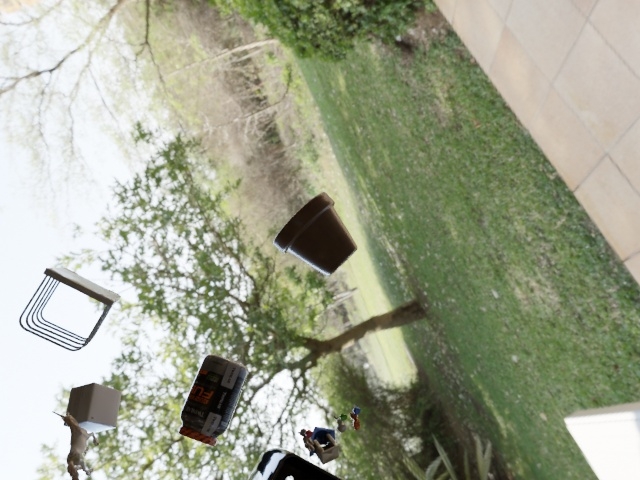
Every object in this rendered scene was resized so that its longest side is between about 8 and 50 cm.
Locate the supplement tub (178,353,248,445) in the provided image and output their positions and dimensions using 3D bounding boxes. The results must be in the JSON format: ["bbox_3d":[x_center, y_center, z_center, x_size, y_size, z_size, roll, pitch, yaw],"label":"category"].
[{"bbox_3d":[-0.255,0.375,1.187,0.117,0.117,0.190,70,-144,-61],"label":"supplement tub"}]

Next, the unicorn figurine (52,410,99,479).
[{"bbox_3d":[-0.573,0.481,1.184,0.162,0.060,0.111,53,163,46],"label":"unicorn figurine"}]

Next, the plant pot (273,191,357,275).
[{"bbox_3d":[0.000,0.000,1.772,0.229,0.263,0.263,46,175,5],"label":"plant pot"}]

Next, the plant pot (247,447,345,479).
[{"bbox_3d":[-0.040,0.406,0.711,0.187,0.188,0.167,33,162,-14],"label":"plant pot"}]

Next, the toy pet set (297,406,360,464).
[{"bbox_3d":[0.012,0.380,1.005,0.065,0.122,0.114,38,137,52],"label":"toy pet set"}]

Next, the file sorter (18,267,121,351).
[{"bbox_3d":[-0.718,0.198,1.452,0.192,0.173,0.277,30,168,-14],"label":"file sorter"}]

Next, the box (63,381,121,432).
[{"bbox_3d":[-0.599,0.441,1.324,0.102,0.087,0.101,45,-147,-49],"label":"box"}]
